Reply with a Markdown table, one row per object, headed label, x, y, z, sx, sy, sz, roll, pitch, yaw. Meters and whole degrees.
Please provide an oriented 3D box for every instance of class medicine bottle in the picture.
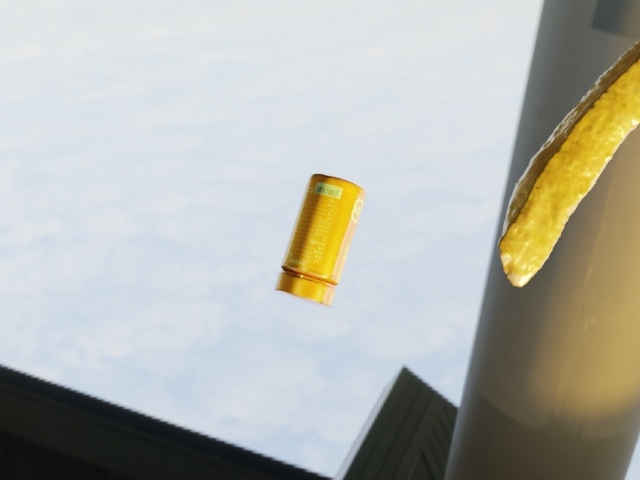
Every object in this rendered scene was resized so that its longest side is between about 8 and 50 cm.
| label | x | y | z | sx | sy | sz | roll | pitch | yaw |
| --- | --- | --- | --- | --- | --- | --- | --- | --- | --- |
| medicine bottle | 0.000 | 0.000 | 1.375 | 0.096 | 0.191 | 0.096 | 17 | 172 | 2 |

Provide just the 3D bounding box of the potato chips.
| label | x | y | z | sx | sy | sz | roll | pitch | yaw |
| --- | --- | --- | --- | --- | --- | --- | --- | --- | --- |
| potato chips | 0.278 | -0.118 | 0.838 | 0.407 | 0.057 | 0.080 | -46 | -161 | -15 |
